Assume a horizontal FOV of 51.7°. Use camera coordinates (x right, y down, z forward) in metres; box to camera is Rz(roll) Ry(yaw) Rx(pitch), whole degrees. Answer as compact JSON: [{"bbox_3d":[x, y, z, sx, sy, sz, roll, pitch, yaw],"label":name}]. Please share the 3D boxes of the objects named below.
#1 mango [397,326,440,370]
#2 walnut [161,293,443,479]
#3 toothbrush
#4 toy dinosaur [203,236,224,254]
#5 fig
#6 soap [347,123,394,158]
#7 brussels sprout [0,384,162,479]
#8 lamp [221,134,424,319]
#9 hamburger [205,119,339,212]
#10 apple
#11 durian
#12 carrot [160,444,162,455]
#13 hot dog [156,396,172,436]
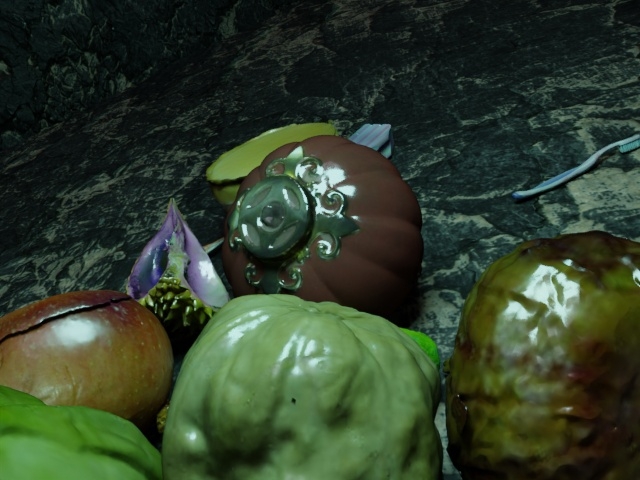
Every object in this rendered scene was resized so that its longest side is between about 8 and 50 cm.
[{"bbox_3d":[0.057,0.158,0.810,0.179,0.119,0.100,-9,19,14],"label":"mango"},{"bbox_3d":[-0.015,0.191,0.627,0.282,0.276,0.253,1,2,34],"label":"walnut"},{"bbox_3d":[0.449,-0.126,1.150,0.269,0.027,0.021,-25,-5,-10],"label":"toothbrush"},{"bbox_3d":[-0.258,0.036,1.255,0.102,0.055,0.279,6,35,20],"label":"toy dinosaur"},{"bbox_3d":[0.210,0.146,0.672,0.286,0.286,0.369,-34,5,-25],"label":"fig"},{"bbox_3d":[0.102,-0.197,1.429,0.100,0.056,0.149,6,38,39],"label":"soap"},{"bbox_3d":[-0.301,0.287,0.556,0.343,0.360,0.425,-27,32,-8],"label":"brussels sprout"},{"bbox_3d":[0.000,0.000,0.950,0.303,0.257,0.302,-10,71,30],"label":"lamp"},{"bbox_3d":[-0.051,-0.091,1.212,0.261,0.186,0.303,-36,25,-30],"label":"hamburger"},{"bbox_3d":[-0.333,0.185,0.875,0.272,0.206,0.251,-17,-8,-29],"label":"apple"},{"bbox_3d":[-0.223,0.074,1.077,0.153,0.187,0.260,-58,9,18],"label":"durian"},{"bbox_3d":[-0.182,0.244,0.890,0.036,0.035,0.165,-12,28,12],"label":"carrot"},{"bbox_3d":[-0.132,0.221,0.834,0.147,0.065,0.099,6,18,9],"label":"hot dog"}]
